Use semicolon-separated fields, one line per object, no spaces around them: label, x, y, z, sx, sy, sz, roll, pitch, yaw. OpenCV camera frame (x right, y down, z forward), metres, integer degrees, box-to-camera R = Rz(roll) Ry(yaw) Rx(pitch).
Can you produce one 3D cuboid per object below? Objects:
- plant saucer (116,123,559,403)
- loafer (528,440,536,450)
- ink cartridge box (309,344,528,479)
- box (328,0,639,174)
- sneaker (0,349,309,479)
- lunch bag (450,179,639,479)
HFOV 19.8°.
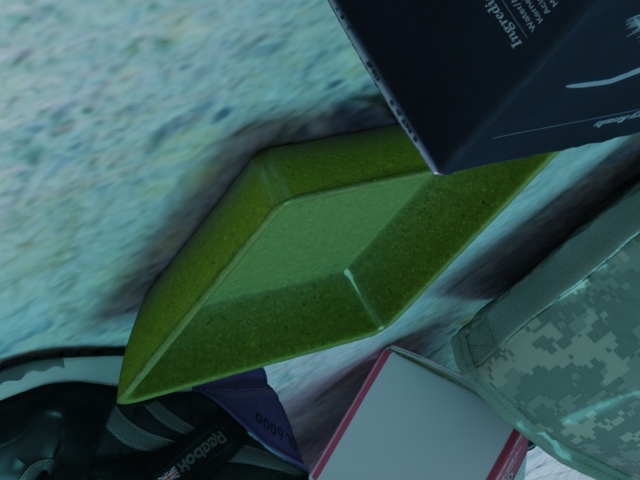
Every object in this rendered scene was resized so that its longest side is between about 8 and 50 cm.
plant saucer;0.000;0.000;0.917;0.188;0.045;0.188;-13;155;-40
loafer;0.174;0.102;1.409;0.223;0.076;0.078;-28;126;15
ink cartridge box;0.054;0.228;1.309;0.207;0.117;0.283;-59;163;-19
box;0.118;-0.131;0.658;0.153;0.108;0.207;-13;156;-41
sneaker;-0.108;0.131;0.970;0.283;0.124;0.107;-8;151;-47
lunch bag;0.252;0.048;1.202;0.235;0.169;0.287;-40;133;25
